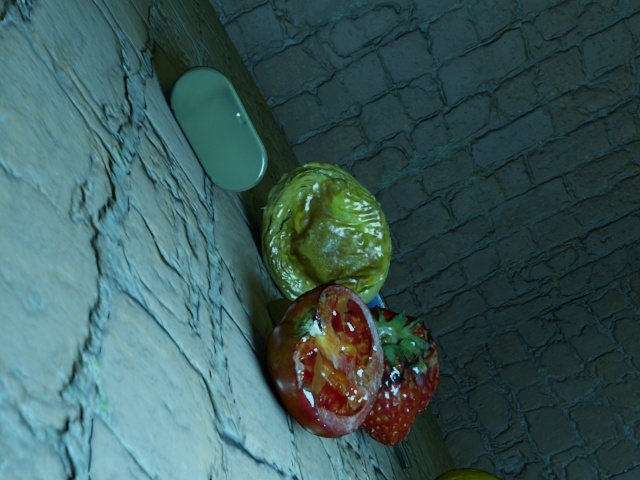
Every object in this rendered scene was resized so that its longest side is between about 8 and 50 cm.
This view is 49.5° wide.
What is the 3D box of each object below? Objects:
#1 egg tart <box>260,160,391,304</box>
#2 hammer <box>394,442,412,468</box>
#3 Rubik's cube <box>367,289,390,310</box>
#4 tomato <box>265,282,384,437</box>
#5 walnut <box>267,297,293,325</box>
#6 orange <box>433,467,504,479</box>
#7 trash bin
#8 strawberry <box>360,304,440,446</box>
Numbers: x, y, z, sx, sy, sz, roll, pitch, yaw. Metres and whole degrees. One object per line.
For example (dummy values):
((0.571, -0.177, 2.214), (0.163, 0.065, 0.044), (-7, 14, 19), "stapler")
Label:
((0.000, 0.000, 1.529), (0.150, 0.352, 0.352), (-13, -72, 53), "egg tart")
((0.194, 0.493, 1.949), (0.125, 0.027, 0.297), (10, 55, -53), "hammer")
((0.117, 0.237, 1.830), (0.180, 0.167, 0.184), (31, 34, -80), "Rubik's cube")
((-0.007, 0.191, 1.086), (0.200, 0.139, 0.233), (54, 44, -24), "tomato")
((-0.049, 0.154, 1.287), (0.121, 0.052, 0.091), (59, 10, -26), "walnut")
((0.320, 0.622, 1.469), (0.274, 0.274, 0.274), (62, 6, -11), "orange")
((-0.194, -0.226, 1.380), (0.243, 0.121, 0.247), (62, 2, -13), "trash bin")
((0.131, 0.300, 1.503), (0.238, 0.250, 0.288), (29, -39, 31), "strawberry")
